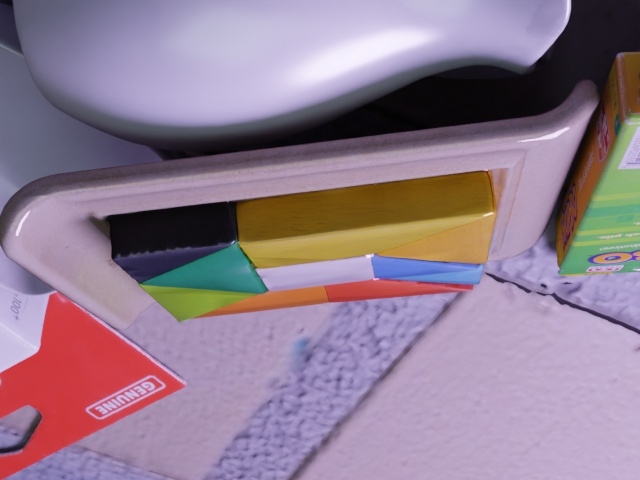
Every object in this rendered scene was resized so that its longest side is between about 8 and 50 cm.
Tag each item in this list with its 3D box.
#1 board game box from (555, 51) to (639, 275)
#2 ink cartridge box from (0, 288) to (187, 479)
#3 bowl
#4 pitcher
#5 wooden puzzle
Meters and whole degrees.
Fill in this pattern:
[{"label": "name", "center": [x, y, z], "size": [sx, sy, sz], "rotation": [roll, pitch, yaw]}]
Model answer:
[{"label": "board game box", "center": [0.178, -0.026, 0.583], "size": [0.124, 0.039, 0.259], "rotation": [-3, 163, 4]}, {"label": "ink cartridge box", "center": [-0.259, 0.095, 0.764], "size": [0.275, 0.060, 0.239], "rotation": [-28, 127, 26]}, {"label": "bowl", "center": [-0.146, -0.047, 0.619], "size": [0.142, 0.053, 0.142], "rotation": [-31, 127, 34]}, {"label": "pitcher", "center": [-0.004, -0.095, 0.538], "size": [0.207, 0.125, 0.178], "rotation": [-4, 166, 10]}, {"label": "wooden puzzle", "center": [0.000, 0.000, 0.589], "size": [0.239, 0.044, 0.221], "rotation": [-11, 166, 2]}]
